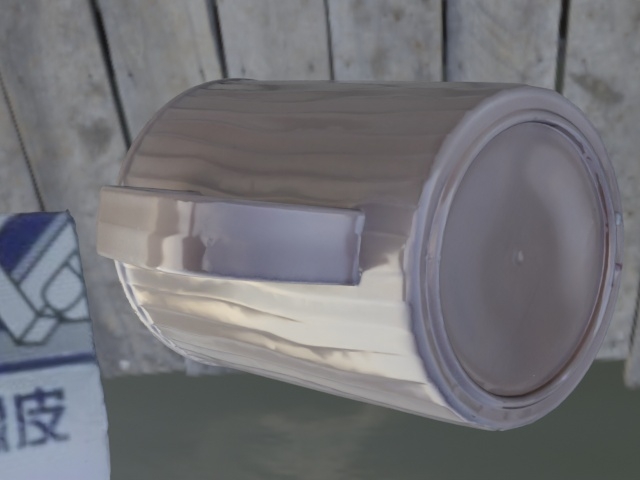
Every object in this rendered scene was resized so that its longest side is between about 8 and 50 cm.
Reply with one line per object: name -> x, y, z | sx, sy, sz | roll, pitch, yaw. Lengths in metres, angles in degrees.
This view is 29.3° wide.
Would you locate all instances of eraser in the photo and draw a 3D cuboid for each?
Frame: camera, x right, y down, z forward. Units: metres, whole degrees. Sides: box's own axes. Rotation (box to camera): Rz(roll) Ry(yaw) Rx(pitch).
eraser -> -0.195, 0.057, 0.481 | 0.210, 0.124, 0.068 | -4, 171, -37

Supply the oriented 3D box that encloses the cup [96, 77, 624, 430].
cup -> 0.008, -0.016, 0.767 | 0.273, 0.208, 0.288 | 8, 156, 46
